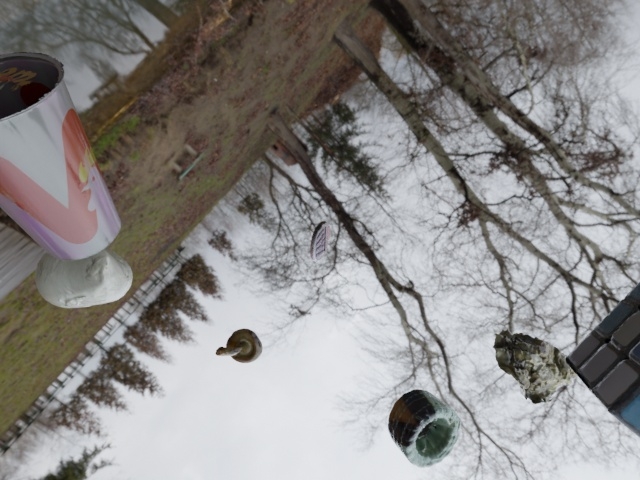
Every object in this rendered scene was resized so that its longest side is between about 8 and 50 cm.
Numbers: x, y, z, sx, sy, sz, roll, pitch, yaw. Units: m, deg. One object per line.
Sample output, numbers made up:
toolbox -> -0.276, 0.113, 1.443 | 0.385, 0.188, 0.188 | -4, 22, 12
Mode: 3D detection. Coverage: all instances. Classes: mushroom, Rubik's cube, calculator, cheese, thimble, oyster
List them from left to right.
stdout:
cheese -> -0.552, 0.079, 0.995 | 0.188, 0.155, 0.198 | -14, 173, -11
mushroom -> -0.214, 0.270, 1.095 | 0.072, 0.129, 0.088 | 30, -74, 47
calculator -> 0.000, 0.000, 1.200 | 0.024, 0.103, 0.166 | 7, -162, 14
thimble -> 0.357, 0.634, 1.457 | 0.237, 0.237, 0.150 | -47, -156, -7
oyster -> 0.674, 0.386, 1.345 | 0.115, 0.350, 0.238 | 124, -25, -44
Rubik's cube -> 0.837, 0.305, 0.946 | 0.363, 0.358, 0.362 | -52, 171, 17

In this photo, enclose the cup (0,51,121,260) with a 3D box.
cup -> -0.433, -0.110, 0.668 | 0.203, 0.202, 0.289 | -57, 157, -36
